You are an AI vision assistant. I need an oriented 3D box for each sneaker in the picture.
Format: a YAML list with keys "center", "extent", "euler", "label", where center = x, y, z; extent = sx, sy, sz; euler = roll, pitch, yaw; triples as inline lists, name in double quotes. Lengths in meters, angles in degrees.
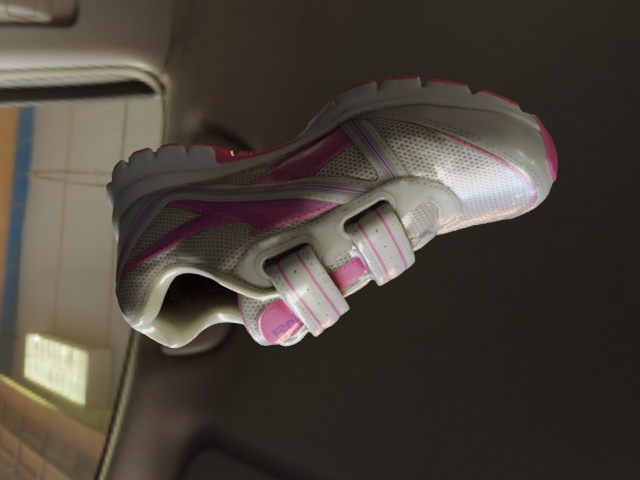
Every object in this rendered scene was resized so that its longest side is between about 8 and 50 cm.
- center: [0.000, 0.000, 0.461]
  extent: [0.252, 0.103, 0.111]
  euler: [-14, -125, 21]
  label: "sneaker"
